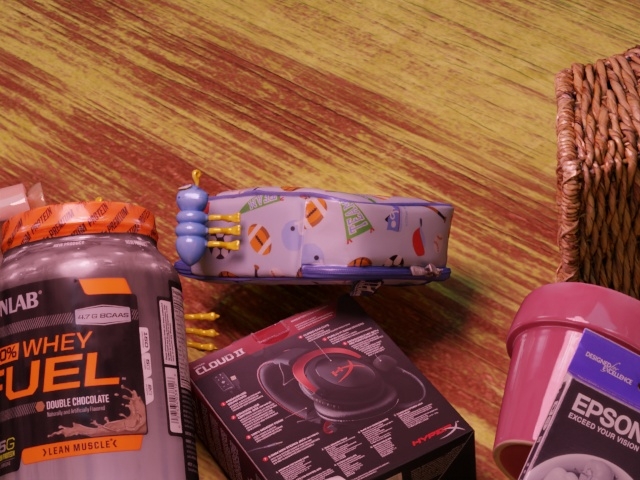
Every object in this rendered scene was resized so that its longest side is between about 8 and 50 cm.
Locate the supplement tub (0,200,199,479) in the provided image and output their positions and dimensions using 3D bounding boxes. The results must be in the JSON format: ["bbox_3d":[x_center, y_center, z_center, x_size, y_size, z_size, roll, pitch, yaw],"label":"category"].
[{"bbox_3d":[-0.237,0.142,1.837,0.207,0.207,0.338,-7,75,0],"label":"supplement tub"}]

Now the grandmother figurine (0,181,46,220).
[{"bbox_3d":[-0.511,0.004,2.232,0.342,0.104,0.208,-12,32,-10],"label":"grandmother figurine"}]

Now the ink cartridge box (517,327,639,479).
[{"bbox_3d":[0.313,0.221,1.758,0.206,0.045,0.208,27,78,-6],"label":"ink cartridge box"}]

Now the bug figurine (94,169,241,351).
[{"bbox_3d":[-0.204,0.041,2.018,0.072,0.216,0.279,7,-13,-42],"label":"bug figurine"}]

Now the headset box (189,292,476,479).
[{"bbox_3d":[0.000,0.195,1.922,0.218,0.110,0.293,-24,43,-20],"label":"headset box"}]

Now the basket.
[{"bbox_3d":[0.312,-0.051,2.022,0.223,0.299,0.213,-22,42,-18],"label":"basket"}]

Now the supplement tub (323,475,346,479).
[{"bbox_3d":[-0.100,0.364,1.641,0.325,0.235,0.235,-18,41,-13],"label":"supplement tub"}]

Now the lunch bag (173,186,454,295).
[{"bbox_3d":[0.000,0.000,2.049,0.303,0.115,0.243,4,0,39],"label":"lunch bag"}]

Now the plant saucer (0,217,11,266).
[{"bbox_3d":[-0.418,0.089,2.049,0.311,0.050,0.310,-17,34,12],"label":"plant saucer"}]

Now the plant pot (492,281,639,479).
[{"bbox_3d":[0.272,0.171,1.867,0.201,0.201,0.180,16,60,24],"label":"plant pot"}]
